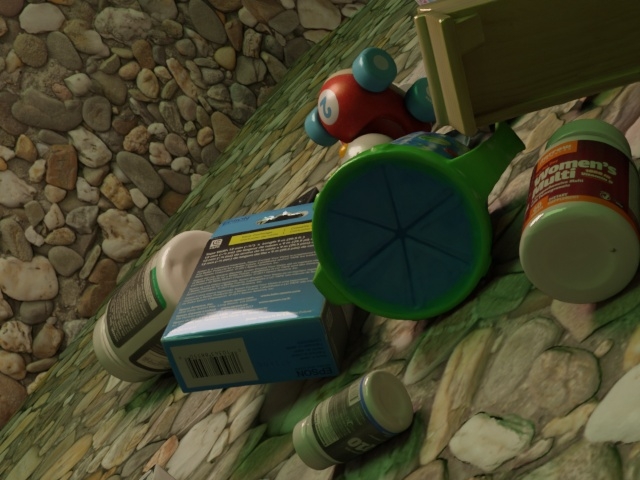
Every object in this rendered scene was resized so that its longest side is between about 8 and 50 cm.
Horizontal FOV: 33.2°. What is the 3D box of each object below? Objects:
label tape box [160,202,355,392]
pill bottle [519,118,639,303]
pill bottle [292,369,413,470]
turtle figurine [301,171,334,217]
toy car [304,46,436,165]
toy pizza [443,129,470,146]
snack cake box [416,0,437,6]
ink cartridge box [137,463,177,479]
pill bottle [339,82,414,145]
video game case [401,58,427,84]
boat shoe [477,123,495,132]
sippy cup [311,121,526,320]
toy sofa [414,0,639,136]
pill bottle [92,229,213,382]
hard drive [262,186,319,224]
[{"bbox_3d":[-0.072,0.076,1.658,0.249,0.115,0.348,-10,28,17],"label":"label tape box"},{"bbox_3d":[0.285,-0.040,1.163,0.121,0.121,0.221,-36,17,32],"label":"pill bottle"},{"bbox_3d":[0.036,0.214,1.258,0.137,0.078,0.078,-37,17,33],"label":"pill bottle"},{"bbox_3d":[0.000,0.000,1.921,0.217,0.087,0.269,-56,11,32],"label":"turtle figurine"},{"bbox_3d":[0.078,-0.158,1.825,0.219,0.210,0.238,-44,24,50],"label":"toy car"},{"bbox_3d":[0.184,-0.110,1.824,0.201,0.032,0.201,-42,16,15],"label":"toy pizza"},{"bbox_3d":[0.286,-0.444,1.976,0.152,0.264,0.089,-47,14,-6],"label":"snack cake box"},{"bbox_3d":[-0.289,0.467,1.516,0.165,0.065,0.333,-42,16,12],"label":"ink cartridge box"},{"bbox_3d":[0.128,-0.250,2.177,0.124,0.124,0.221,-51,14,-22],"label":"pill bottle"},{"bbox_3d":[0.283,-0.378,2.219,0.269,0.061,0.244,-52,14,-21],"label":"video game case"},{"bbox_3d":[0.341,-0.302,1.791,0.305,0.091,0.109,-45,-24,-9],"label":"boat shoe"},{"bbox_3d":[0.130,-0.042,1.449,0.305,0.240,0.224,-2,21,19],"label":"sippy cup"},{"bbox_3d":[0.307,-0.258,1.342,0.362,0.150,0.177,-17,17,-3],"label":"toy sofa"},{"bbox_3d":[-0.306,0.144,2.137,0.361,0.204,0.204,-37,16,45],"label":"pill bottle"},{"bbox_3d":[-0.100,0.000,2.273,0.254,0.054,0.172,-34,18,38],"label":"hard drive"}]
